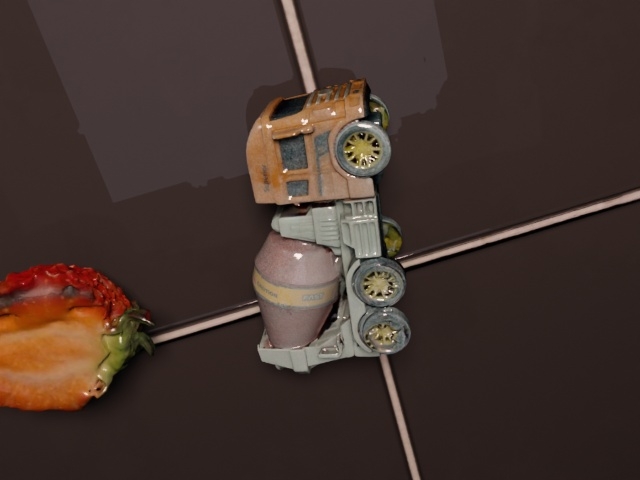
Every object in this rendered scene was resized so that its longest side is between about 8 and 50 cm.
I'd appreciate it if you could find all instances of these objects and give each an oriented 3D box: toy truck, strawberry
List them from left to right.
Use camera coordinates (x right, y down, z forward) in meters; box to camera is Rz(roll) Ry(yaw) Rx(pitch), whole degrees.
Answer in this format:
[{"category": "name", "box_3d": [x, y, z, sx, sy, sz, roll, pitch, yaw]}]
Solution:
[{"category": "strawberry", "box_3d": [-0.240, 0.079, 0.551, 0.192, 0.085, 0.140, -30, 120, 10]}, {"category": "toy truck", "box_3d": [0.000, 0.000, 0.546, 0.140, 0.108, 0.256, -5, 115, 9]}]
